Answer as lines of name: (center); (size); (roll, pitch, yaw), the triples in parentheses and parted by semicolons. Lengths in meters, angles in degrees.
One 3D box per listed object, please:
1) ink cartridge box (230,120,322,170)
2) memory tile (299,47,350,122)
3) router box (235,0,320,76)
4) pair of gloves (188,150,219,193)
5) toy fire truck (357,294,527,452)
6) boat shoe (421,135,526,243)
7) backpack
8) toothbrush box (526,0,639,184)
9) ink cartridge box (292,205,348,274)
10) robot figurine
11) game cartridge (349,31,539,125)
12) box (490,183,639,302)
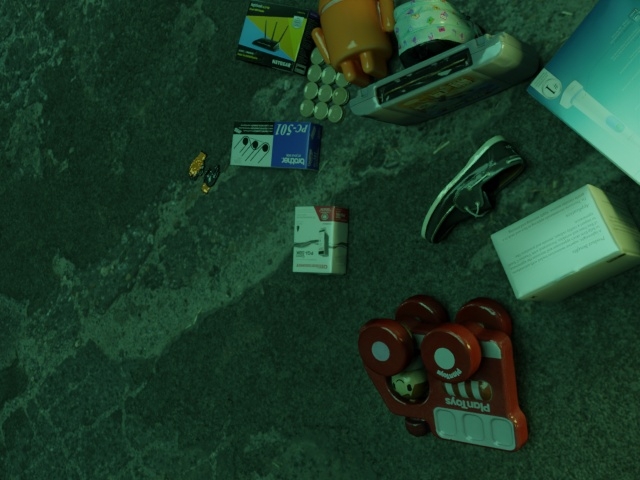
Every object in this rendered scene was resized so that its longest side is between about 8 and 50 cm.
ink cartridge box: (-0.096, -0.201, 1.832); (0.207, 0.046, 0.097); (6, 91, 35)
memory tile: (0.016, -0.320, 1.783); (0.113, 0.012, 0.148); (15, 95, 34)
router box: (-0.092, -0.431, 1.838); (0.178, 0.046, 0.133); (21, 99, 38)
pair of gloves: (-0.265, -0.155, 1.967); (0.083, 0.010, 0.074); (42, 109, 28)
toy fire truck: (0.209, 0.242, 1.538); (0.302, 0.169, 0.254); (0, 106, 35)
boat shoe: (0.269, -0.077, 1.549); (0.233, 0.084, 0.079); (-50, 62, 18)
backpack: (0.204, -0.360, 1.553); (0.151, 0.182, 0.115); (-23, 74, 32)
toothbrush box: (0.515, -0.224, 1.364); (0.295, 0.126, 0.216); (47, 112, 28)
ink cartridge box: (0.000, 0.000, 1.746); (0.099, 0.056, 0.135); (0, 86, 34)
robot figurine: (0.065, -0.411, 1.685); (0.158, 0.128, 0.220); (137, 122, -68)
game cartridge: (0.223, -0.275, 1.524); (0.297, 0.198, 0.062); (-19, 76, 33)
box: (0.404, 0.011, 1.392); (0.181, 0.182, 0.119); (-30, 69, 29)
